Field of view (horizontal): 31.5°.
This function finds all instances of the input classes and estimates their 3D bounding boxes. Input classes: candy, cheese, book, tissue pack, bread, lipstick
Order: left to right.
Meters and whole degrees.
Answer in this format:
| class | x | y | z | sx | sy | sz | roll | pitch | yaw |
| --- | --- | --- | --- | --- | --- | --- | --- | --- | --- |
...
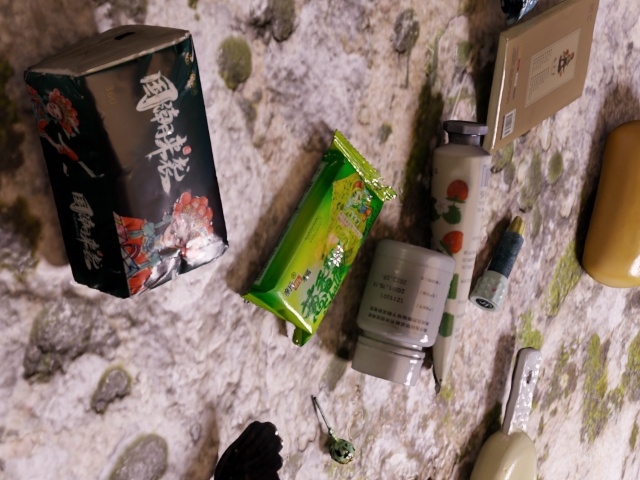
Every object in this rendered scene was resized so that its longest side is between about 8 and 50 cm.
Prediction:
| class | x | y | z | sx | sy | sz | roll | pitch | yaw |
| --- | --- | --- | --- | --- | --- | --- | --- | --- | --- |
| tissue pack | -0.134 | -0.057 | 0.798 | 0.103 | 0.090 | 0.170 | -31 | 122 | -37 |
| candy | 0.001 | 0.000 | 1.019 | 0.178 | 0.032 | 0.102 | -60 | 138 | -18 |
| candy | 0.012 | 0.183 | 1.096 | 0.023 | 0.025 | 0.083 | -32 | 119 | -19 |
| lipstick | 0.205 | 0.024 | 1.267 | 0.116 | 0.037 | 0.037 | -61 | 138 | -23 |
| cheese | 0.228 | 0.241 | 1.343 | 0.127 | 0.049 | 0.235 | 7 | 96 | -49 |
| book | 0.244 | -0.189 | 1.239 | 0.198 | 0.016 | 0.139 | -32 | 137 | -40 |
| bread | 0.409 | -0.043 | 1.440 | 0.147 | 0.098 | 0.217 | 1 | 99 | -46 |

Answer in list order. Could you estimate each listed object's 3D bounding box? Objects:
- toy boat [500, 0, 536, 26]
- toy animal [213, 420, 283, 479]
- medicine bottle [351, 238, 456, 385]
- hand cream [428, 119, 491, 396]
| class | x | y | z | sx | sy | sz | roll | pitch | yaw |
| --- | --- | --- | --- | --- | --- | --- | --- | --- | --- |
| toy boat | 0.188 | -0.281 | 1.140 | 0.060 | 0.060 | 0.137 | -29 | 129 | -12 |
| toy animal | -0.057 | 0.329 | 0.941 | 0.197 | 0.273 | 0.160 | -35 | 124 | 16 |
| medicine bottle | 0.077 | 0.069 | 1.092 | 0.080 | 0.080 | 0.130 | 15 | 89 | -50 |
| hand cream | 0.133 | 0.017 | 1.156 | 0.095 | 0.059 | 0.276 | -74 | 169 | -80 |
